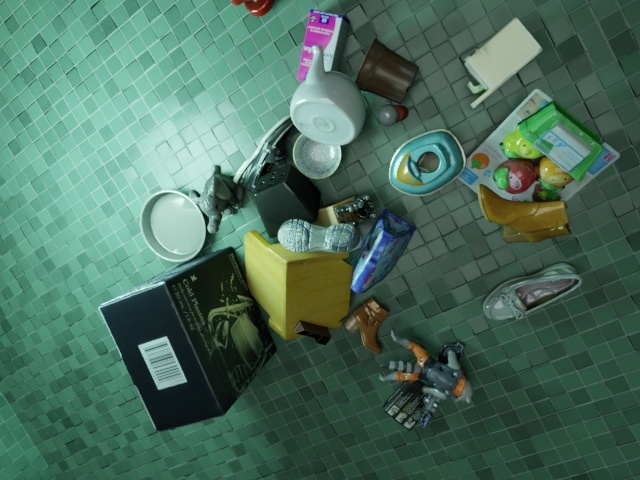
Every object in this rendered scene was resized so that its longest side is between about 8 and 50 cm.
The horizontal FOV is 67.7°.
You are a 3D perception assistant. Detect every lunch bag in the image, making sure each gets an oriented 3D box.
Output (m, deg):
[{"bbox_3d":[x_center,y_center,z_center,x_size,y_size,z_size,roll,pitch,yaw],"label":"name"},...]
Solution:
[{"bbox_3d":[0.195,0.047,1.578,0.138,0.293,0.221,31,109,6],"label":"lunch bag"}]

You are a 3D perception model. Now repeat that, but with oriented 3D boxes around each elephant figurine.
[{"bbox_3d":[-0.383,-0.152,1.720,0.186,0.239,0.169,25,109,9],"label":"elephant figurine"}]

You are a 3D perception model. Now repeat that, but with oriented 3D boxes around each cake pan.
[{"bbox_3d":[-0.578,-0.060,1.898,0.293,0.054,0.293,4,104,15],"label":"cake pan"}]

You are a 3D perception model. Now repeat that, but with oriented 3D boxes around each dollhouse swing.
[{"bbox_3d":[-0.091,0.125,1.760,0.315,0.305,0.347,-9,124,-18],"label":"dollhouse swing"}]

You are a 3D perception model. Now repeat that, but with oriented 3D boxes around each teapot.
[{"bbox_3d":[0.039,-0.429,1.486,0.252,0.256,0.187,24,67,-9],"label":"teapot"}]

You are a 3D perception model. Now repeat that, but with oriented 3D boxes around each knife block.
[{"bbox_3d":[0.057,-0.081,1.613,0.276,0.242,0.088,-18,97,19],"label":"knife block"}]

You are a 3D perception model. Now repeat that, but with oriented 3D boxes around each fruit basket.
[{"bbox_3d":[0.646,-0.224,1.451,0.327,0.165,0.353,37,121,-6],"label":"fruit basket"}]

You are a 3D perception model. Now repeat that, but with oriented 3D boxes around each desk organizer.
[{"bbox_3d":[-0.027,0.331,1.700,0.130,0.050,0.047,21,112,-33],"label":"desk organizer"}]

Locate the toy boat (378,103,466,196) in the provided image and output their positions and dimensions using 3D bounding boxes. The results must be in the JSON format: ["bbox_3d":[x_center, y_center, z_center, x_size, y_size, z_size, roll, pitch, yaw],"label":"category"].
[{"bbox_3d":[0.295,-0.295,1.528,0.267,0.148,0.318,-31,88,37],"label":"toy boat"}]

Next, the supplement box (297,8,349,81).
[{"bbox_3d":[0.009,-0.622,1.562,0.111,0.114,0.220,16,109,11],"label":"supplement box"}]

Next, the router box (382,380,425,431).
[{"bbox_3d":[0.341,0.617,1.810,0.133,0.046,0.179,38,110,5],"label":"router box"}]

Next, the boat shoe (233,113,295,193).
[{"bbox_3d":[-0.172,-0.295,1.687,0.113,0.127,0.340,45,112,0],"label":"boat shoe"}]

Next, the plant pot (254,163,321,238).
[{"bbox_3d":[-0.124,-0.149,1.649,0.187,0.188,0.167,-20,121,19],"label":"plant pot"}]

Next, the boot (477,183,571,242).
[{"bbox_3d":[0.623,-0.097,1.445,0.211,0.104,0.295,-15,136,38],"label":"boot"}]

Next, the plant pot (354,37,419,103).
[{"bbox_3d":[0.212,-0.526,1.511,0.165,0.167,0.167,25,109,0],"label":"plant pot"}]

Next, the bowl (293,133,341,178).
[{"bbox_3d":[-0.002,-0.303,1.660,0.170,0.080,0.170,4,105,15],"label":"bowl"}]

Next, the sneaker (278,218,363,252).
[{"bbox_3d":[0.000,0.000,1.552,0.297,0.129,0.111,8,83,24],"label":"sneaker"}]

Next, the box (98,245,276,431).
[{"bbox_3d":[-0.449,0.331,1.736,0.297,0.472,0.480,-20,97,18],"label":"box"}]

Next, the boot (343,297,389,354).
[{"bbox_3d":[0.200,0.318,1.766,0.152,0.073,0.197,-44,107,4],"label":"boot"}]

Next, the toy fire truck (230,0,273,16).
[{"bbox_3d":[-0.204,-0.909,1.537,0.302,0.169,0.254,-27,77,19],"label":"toy fire truck"}]

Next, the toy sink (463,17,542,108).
[{"bbox_3d":[0.511,-0.523,1.423,0.234,0.153,0.131,-40,90,22],"label":"toy sink"}]

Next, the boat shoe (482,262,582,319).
[{"bbox_3d":[0.691,0.178,1.571,0.320,0.103,0.118,-26,95,20],"label":"boat shoe"}]

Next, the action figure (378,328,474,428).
[{"bbox_3d":[0.371,0.504,1.678,0.330,0.178,0.341,16,93,14],"label":"action figure"}]
